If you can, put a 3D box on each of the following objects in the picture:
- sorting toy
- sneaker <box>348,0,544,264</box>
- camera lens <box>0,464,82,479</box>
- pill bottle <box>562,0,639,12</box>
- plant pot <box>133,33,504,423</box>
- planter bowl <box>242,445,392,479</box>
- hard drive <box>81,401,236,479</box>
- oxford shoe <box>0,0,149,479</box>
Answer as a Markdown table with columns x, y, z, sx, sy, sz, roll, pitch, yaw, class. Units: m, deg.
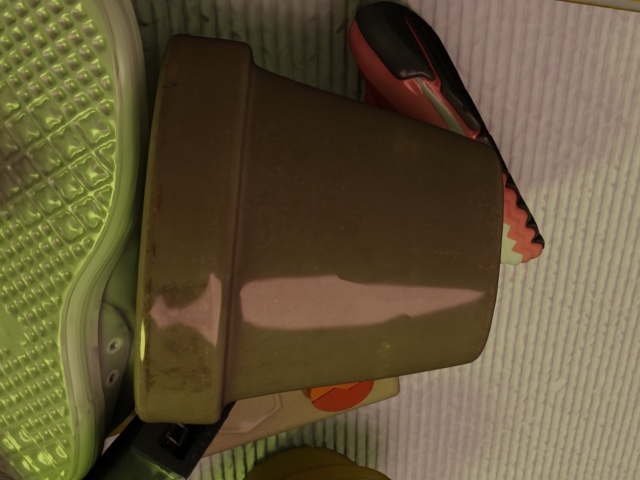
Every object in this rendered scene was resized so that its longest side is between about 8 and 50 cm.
| x | y | z | sx | sy | sz | roll | pitch | yaw | class |
| --- | --- | --- | --- | --- | --- | --- | --- | --- | --- |
| -0.077 | 0.123 | 1.377 | 0.307 | 0.041 | 0.229 | -17 | 140 | -9 | sorting toy |
| 0.070 | -0.050 | 1.199 | 0.136 | 0.116 | 0.314 | -28 | 141 | 7 | sneaker |
| -0.289 | 0.261 | 1.286 | 0.274 | 0.219 | 0.219 | 23 | 122 | -42 | camera lens |
| 0.173 | -0.220 | 1.055 | 0.209 | 0.119 | 0.119 | 3 | 134 | -29 | pill bottle |
| 0.000 | 0.000 | 1.054 | 0.229 | 0.263 | 0.263 | 5 | 137 | -1 | plant pot |
| -0.018 | 0.265 | 1.527 | 0.217 | 0.090 | 0.217 | -14 | 140 | -13 | planter bowl |
| -0.130 | 0.164 | 1.216 | 0.054 | 0.254 | 0.172 | 40 | 111 | -3 | hard drive |
| -0.184 | -0.015 | 1.115 | 0.130 | 0.169 | 0.449 | -46 | 152 | -46 | oxford shoe |
